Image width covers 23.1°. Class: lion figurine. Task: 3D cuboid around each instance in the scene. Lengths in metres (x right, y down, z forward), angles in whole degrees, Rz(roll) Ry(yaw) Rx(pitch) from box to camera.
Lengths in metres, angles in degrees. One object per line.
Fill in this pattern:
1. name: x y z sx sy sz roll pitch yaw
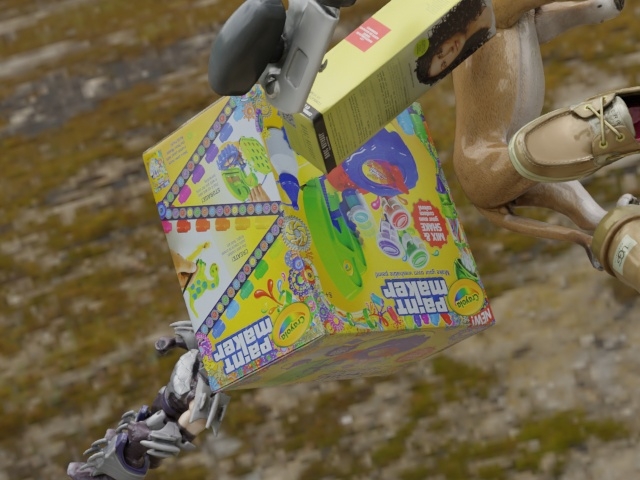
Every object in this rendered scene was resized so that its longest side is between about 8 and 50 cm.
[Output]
1. lion figurine: 0.189 -0.153 1.599 0.240 0.392 0.142 -8 -14 37

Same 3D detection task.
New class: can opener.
1. can opener: -0.005 -0.225 1.286 0.093 0.280 0.074 -3 40 -42

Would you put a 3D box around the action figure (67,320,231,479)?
1. action figure: -0.174 0.191 1.775 0.285 0.099 0.185 -48 12 39

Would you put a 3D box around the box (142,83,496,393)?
1. box: 0.000 0.000 1.698 0.177 0.279 0.290 -30 -19 38

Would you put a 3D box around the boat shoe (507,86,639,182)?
1. boat shoe: 0.182 -0.074 0.983 0.135 0.050 0.045 -18 -16 -19

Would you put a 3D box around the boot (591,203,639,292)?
1. boot: 0.367 0.072 1.263 0.236 0.089 0.269 3 27 -22

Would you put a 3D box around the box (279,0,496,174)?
1. box: 0.065 -0.169 1.484 0.232 0.087 0.058 -41 57 -15
